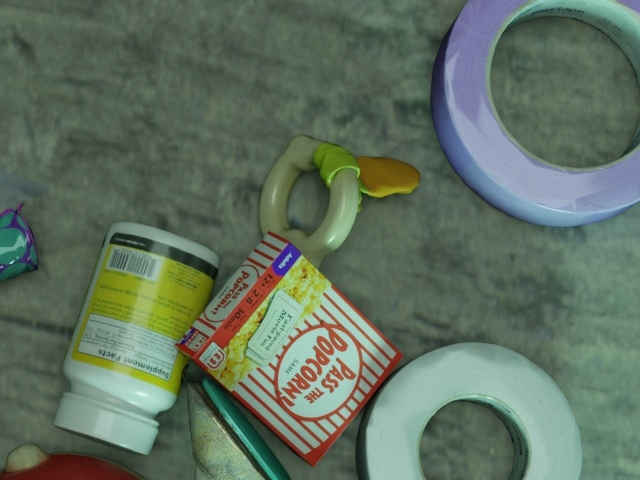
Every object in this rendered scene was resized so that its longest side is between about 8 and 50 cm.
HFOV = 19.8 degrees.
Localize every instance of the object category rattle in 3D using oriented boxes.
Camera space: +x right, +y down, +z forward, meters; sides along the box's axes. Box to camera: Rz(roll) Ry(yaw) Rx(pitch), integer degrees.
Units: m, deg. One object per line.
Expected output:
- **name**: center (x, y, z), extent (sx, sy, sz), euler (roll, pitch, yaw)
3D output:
- **rattle**: center (0.000, 0.000, 1.867), extent (0.130, 0.143, 0.199), euler (19, 95, 29)

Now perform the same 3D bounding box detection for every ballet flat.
- **ballet flat**: center (-0.050, 0.273, 1.752), extent (0.106, 0.107, 0.316), euler (-41, 104, 1)

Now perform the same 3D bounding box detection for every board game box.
- **board game box**: center (-0.028, 0.108, 1.788), extent (0.147, 0.045, 0.193), euler (-51, 123, -9)

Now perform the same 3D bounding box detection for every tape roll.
- **tape roll**: center (0.255, -0.155, 1.891), extent (0.275, 0.090, 0.275), euler (1, 81, -7)
- **tape roll**: center (0.147, 0.213, 1.828), extent (0.219, 0.072, 0.219), euler (1, 80, -6)

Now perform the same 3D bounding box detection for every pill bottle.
- **pill bottle**: center (-0.182, 0.096, 1.785), extent (0.119, 0.119, 0.208), euler (18, 80, -3)

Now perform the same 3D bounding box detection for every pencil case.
- **pencil case**: center (-0.356, 0.018, 1.806), extent (0.152, 0.064, 0.070), euler (-17, 98, -9)

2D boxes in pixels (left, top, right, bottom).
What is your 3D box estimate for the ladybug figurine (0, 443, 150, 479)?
- **ladybug figurine**: center (-0.206, 0.403, 1.712), extent (0.305, 0.162, 0.449), euler (-24, 84, -9)
